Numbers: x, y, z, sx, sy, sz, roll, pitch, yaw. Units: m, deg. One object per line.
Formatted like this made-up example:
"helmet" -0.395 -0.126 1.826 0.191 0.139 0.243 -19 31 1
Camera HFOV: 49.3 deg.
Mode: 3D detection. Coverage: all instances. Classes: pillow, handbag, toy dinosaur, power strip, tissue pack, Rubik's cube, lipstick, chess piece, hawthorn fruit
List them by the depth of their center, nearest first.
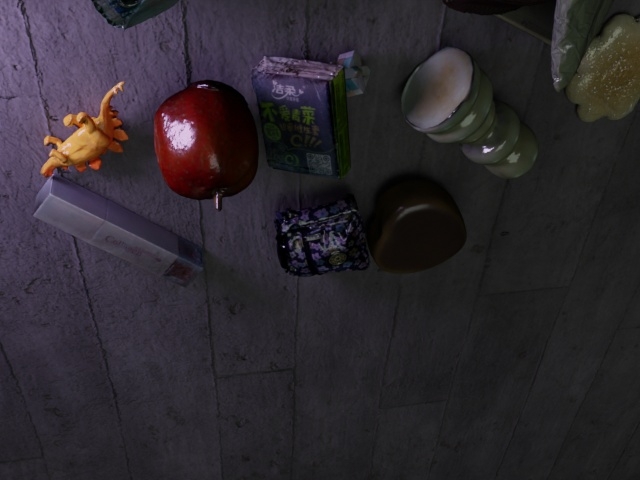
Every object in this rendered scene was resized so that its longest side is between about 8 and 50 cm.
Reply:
"pillow" 0.467 -0.442 1.199 0.076 0.281 0.274 17 148 25
"hawthorn fruit" -0.206 -0.168 1.313 0.215 0.250 0.215 -18 162 -6
"power strip" 0.378 -0.457 1.330 0.387 0.066 0.092 17 112 -27
"toy dinosaur" -0.437 -0.200 1.352 0.288 0.071 0.117 -36 140 22
"Rubik's cube" 0.050 -0.328 1.354 0.075 0.084 0.073 -21 138 30
"tissue pack" -0.033 -0.237 1.373 0.173 0.073 0.236 11 135 19
"chess piece" 0.335 -0.237 1.446 0.330 0.182 0.182 27 119 -38
"lipstick" -0.425 -0.015 1.504 0.371 0.080 0.076 30 119 -33
"handbag" 0.000 0.000 1.592 0.207 0.127 0.229 -16 140 -1

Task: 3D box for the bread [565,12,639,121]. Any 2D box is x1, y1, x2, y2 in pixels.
"bread" 0.620 -0.360 1.490 0.181 0.039 0.251 -3 131 -12

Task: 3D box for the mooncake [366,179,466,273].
"mooncake" 0.227 -0.032 1.624 0.234 0.117 0.235 -9 134 -10

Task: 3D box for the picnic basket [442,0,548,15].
"picnic basket" 0.329 -0.522 1.164 0.222 0.129 0.297 -3 116 -21

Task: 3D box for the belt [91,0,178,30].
"belt" -0.310 -0.462 1.064 0.149 0.207 0.258 -19 124 6
